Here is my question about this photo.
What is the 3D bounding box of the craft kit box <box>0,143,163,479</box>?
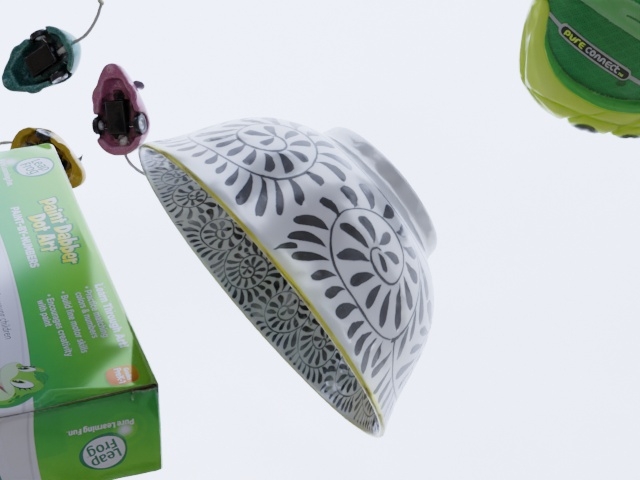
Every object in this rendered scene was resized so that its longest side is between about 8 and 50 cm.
[{"bbox_3d":[-0.226,0.041,0.570,0.246,0.250,0.061,-12,-57,-17],"label":"craft kit box"}]

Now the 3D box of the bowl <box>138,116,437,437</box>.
[{"bbox_3d":[0.000,0.000,0.540,0.080,0.170,0.170,-41,-51,-12],"label":"bowl"}]

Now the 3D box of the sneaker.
[{"bbox_3d":[0.248,-0.134,0.607,0.295,0.109,0.124,-14,-49,-9],"label":"sneaker"}]

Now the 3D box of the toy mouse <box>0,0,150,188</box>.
[{"bbox_3d":[-0.166,-0.102,0.826,0.161,0.031,0.143,22,-75,17],"label":"toy mouse"}]
